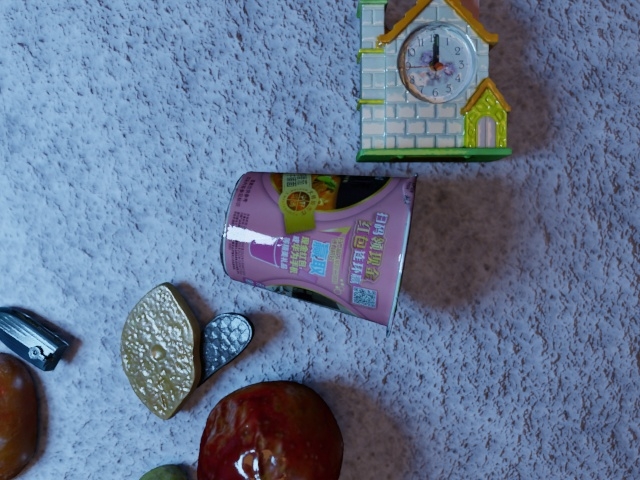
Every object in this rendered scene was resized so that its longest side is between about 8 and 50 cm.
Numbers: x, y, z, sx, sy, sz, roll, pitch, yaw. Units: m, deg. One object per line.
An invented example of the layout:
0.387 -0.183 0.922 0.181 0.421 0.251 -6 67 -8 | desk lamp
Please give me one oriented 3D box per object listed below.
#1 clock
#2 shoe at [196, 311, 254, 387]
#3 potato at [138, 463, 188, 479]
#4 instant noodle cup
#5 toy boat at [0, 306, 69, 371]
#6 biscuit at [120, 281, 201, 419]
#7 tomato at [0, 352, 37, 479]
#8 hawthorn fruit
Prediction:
0.164 -0.248 0.796 0.219 0.106 0.256 -1 93 0 | clock
-0.168 0.176 0.852 0.179 0.049 0.071 -44 76 19 | shoe
-0.268 0.430 0.851 0.091 0.070 0.138 29 93 -1 | potato
0.000 0.000 0.764 0.254 0.244 0.244 10 93 6 | instant noodle cup
-0.475 0.151 0.844 0.141 0.060 0.055 32 94 5 | toy boat
-0.256 0.177 0.844 0.141 0.029 0.221 -3 92 17 | biscuit
-0.568 0.294 0.832 0.236 0.095 0.237 0 93 -1 | tomato
-0.067 0.337 0.757 0.210 0.266 0.230 40 96 -21 | hawthorn fruit
